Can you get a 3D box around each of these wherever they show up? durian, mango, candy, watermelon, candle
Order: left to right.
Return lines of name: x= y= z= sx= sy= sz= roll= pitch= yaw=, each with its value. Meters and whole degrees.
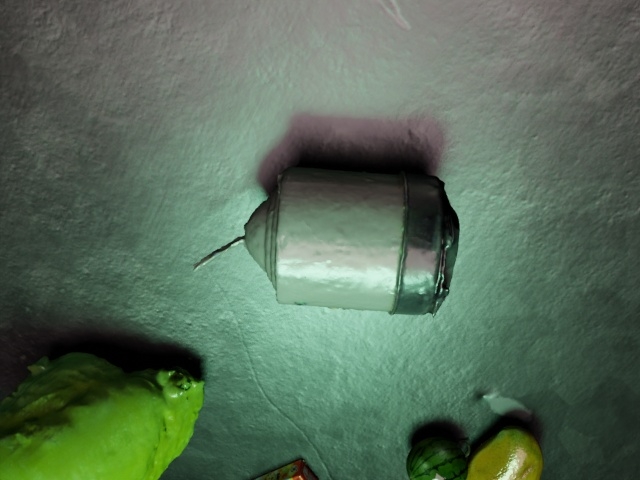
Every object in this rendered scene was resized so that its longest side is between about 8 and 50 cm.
durian: x=-0.362 y=0.303 z=0.946 sx=0.256 sy=0.339 sz=0.204 roll=25 pitch=138 yaw=16
candy: x=-0.068 y=0.436 z=1.107 sx=0.122 sy=0.038 sz=0.062 roll=-28 pitch=112 yaw=15
candle: x=0.000 y=0.000 z=0.810 sx=0.331 sy=0.187 sz=0.187 roll=3 pitch=116 yaw=2
watermelon: x=0.194 y=0.367 z=1.027 sx=0.109 sy=0.109 sz=0.108 roll=1 pitch=116 yaw=2
mango: x=0.304 y=0.376 z=1.035 sx=0.115 sy=0.089 sz=0.165 roll=35 pitch=110 yaw=-3
